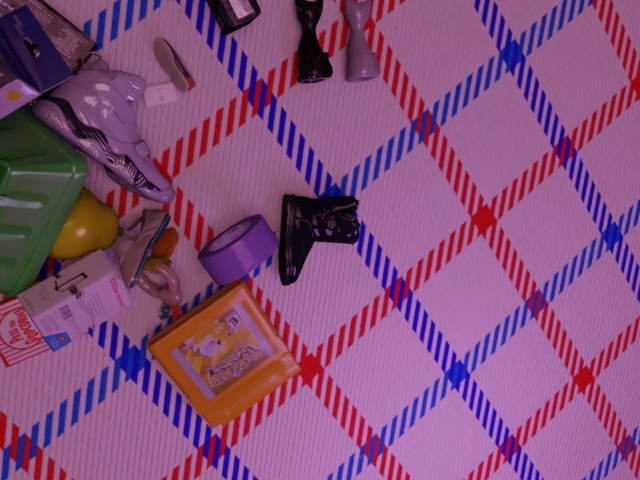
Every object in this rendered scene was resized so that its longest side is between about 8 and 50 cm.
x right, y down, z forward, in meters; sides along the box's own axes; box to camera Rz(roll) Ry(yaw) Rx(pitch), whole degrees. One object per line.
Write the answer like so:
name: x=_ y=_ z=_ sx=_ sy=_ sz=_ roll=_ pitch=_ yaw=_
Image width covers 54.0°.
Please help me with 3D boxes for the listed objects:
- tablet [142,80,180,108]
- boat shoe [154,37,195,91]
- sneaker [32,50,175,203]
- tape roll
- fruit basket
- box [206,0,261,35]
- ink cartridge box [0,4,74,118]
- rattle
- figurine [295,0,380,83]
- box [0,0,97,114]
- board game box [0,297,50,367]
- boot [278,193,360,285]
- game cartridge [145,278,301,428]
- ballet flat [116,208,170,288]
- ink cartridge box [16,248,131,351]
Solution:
tablet: x=-0.385 y=-0.351 z=1.510 sx=0.083 sy=0.006 sz=0.054 roll=-15 pitch=103 yaw=-14
boat shoe: x=-0.346 y=-0.420 z=1.493 sx=0.137 sy=0.049 sz=0.043 roll=59 pitch=37 yaw=-14
sneaker: x=-0.442 y=-0.251 z=1.435 sx=0.366 sy=0.137 sz=0.210 roll=41 pitch=74 yaw=-33
tape roll: x=-0.200 y=0.021 z=1.532 sx=0.189 sy=0.189 sz=0.080 roll=-35 pitch=108 yaw=-10
fruit basket: x=-0.627 y=-0.070 z=1.367 sx=0.283 sy=0.392 sz=0.392 roll=37 pitch=86 yaw=14
box: x=-0.222 y=-0.582 z=1.450 sx=0.077 sy=0.147 sz=0.180 roll=-30 pitch=106 yaw=-11
ink cartridge box: x=-0.674 y=-0.335 z=1.211 sx=0.307 sy=0.304 sz=0.072 roll=-36 pitch=148 yaw=-8
rattle: x=-0.377 y=0.094 z=1.572 sx=0.130 sy=0.143 sz=0.200 roll=-19 pitch=124 yaw=18
figurine: x=0.040 y=-0.510 z=1.582 sx=0.214 sy=0.092 sz=0.210 roll=-6 pitch=96 yaw=-18
box: x=-0.699 y=-0.411 z=1.365 sx=0.295 sy=0.073 sz=0.293 roll=37 pitch=88 yaw=-20
board game box: x=-0.676 y=0.192 z=1.483 sx=0.193 sy=0.045 sz=0.147 roll=-24 pitch=105 yaw=-13
boot: x=0.000 y=0.000 z=1.642 sx=0.207 sy=0.094 sz=0.247 roll=3 pitch=92 yaw=-14
game cartridge: x=-0.238 y=0.298 z=1.613 sx=0.285 sy=0.052 sz=0.324 roll=-35 pitch=116 yaw=-10
ballet flat: x=-0.425 y=0.010 z=1.453 sx=0.086 sy=0.248 sz=0.086 roll=5 pitch=130 yaw=6
ink cartridge box: x=-0.548 y=0.135 z=1.416 sx=0.203 sy=0.086 sz=0.148 roll=-33 pitch=149 yaw=-26
